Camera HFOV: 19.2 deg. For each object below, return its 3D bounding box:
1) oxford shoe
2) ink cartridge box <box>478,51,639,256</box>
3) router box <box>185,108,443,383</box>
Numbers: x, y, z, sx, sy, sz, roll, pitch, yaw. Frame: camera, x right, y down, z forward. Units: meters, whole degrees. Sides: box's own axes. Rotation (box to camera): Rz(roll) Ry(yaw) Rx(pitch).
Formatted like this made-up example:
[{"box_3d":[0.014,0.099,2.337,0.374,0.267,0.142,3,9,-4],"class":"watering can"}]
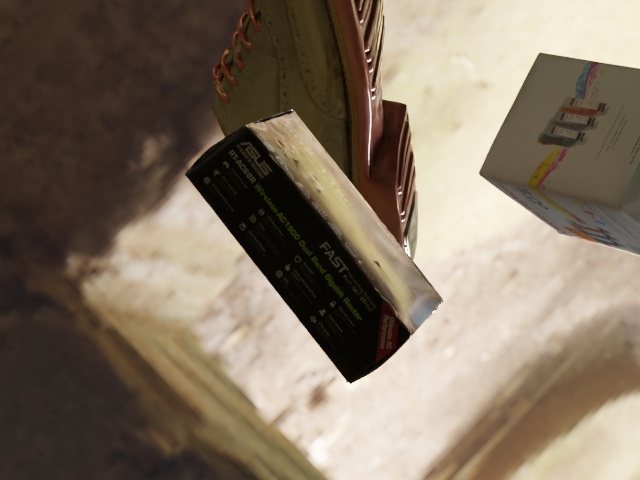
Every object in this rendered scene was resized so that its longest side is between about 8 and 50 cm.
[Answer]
[{"box_3d":[-0.021,-0.133,1.421,0.140,0.147,0.397,-75,159,-55],"class":"oxford shoe"},{"box_3d":[0.253,-0.069,1.611,0.128,0.176,0.127,33,81,-37],"class":"ink cartridge box"},{"box_3d":[0.000,0.000,0.866,0.038,0.122,0.092,-38,179,14],"class":"router box"}]
